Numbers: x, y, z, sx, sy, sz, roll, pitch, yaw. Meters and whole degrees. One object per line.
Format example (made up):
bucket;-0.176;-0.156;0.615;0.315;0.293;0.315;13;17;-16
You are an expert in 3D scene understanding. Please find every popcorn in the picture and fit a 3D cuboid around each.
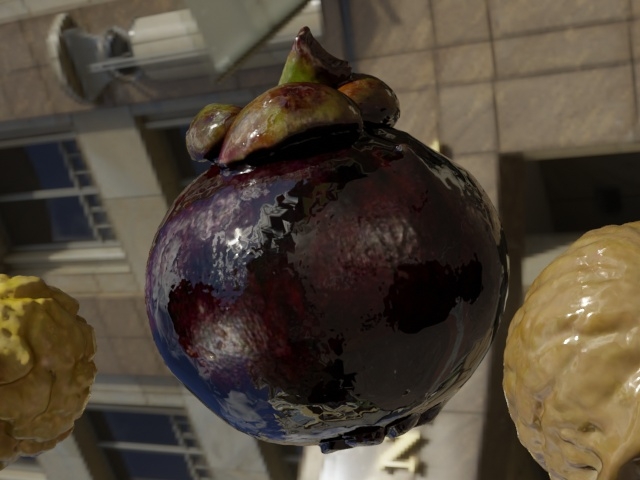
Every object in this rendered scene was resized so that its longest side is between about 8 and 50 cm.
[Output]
popcorn;-0.259;0.098;0.883;0.180;0.180;0.170;55;-129;-39

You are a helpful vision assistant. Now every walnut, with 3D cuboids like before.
walnut;0.213;0.081;0.736;0.213;0.213;0.213;6;-98;-56

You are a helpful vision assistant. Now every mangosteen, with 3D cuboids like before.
mangosteen;0.000;0.000;0.983;0.307;0.307;0.347;-5;-101;-57
